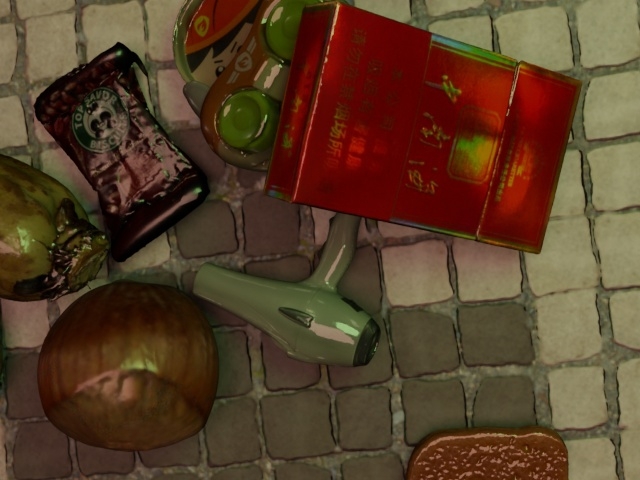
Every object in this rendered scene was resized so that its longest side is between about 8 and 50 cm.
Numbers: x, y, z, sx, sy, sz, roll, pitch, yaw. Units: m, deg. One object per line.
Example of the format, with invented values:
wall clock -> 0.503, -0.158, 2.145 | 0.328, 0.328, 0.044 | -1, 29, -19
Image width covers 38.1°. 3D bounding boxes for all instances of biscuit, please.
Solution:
biscuit -> -0.238, -0.110, 1.113 | 0.151, 0.063, 0.235 | -32, 85, 8
biscuit -> 0.194, 0.309, 1.085 | 0.192, 0.036, 0.186 | -4, 95, 8

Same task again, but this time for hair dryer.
hair dryer -> -0.036, 0.011, 1.099 | 0.229, 0.092, 0.267 | 2, 79, 14

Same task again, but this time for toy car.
toy car -> -0.079, -0.206, 1.066 | 0.235, 0.145, 0.235 | -4, 81, 25

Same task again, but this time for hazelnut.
hazelnut -> -0.222, 0.143, 1.074 | 0.214, 0.176, 0.214 | 7, 61, -13

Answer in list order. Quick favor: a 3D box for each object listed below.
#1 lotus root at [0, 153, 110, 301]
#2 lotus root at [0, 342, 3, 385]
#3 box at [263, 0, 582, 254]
lotus root -> -0.381, -0.023, 1.086 | 0.314, 0.169, 0.141 | 30, 110, 14
lotus root -> -0.468, 0.083, 1.141 | 0.110, 0.097, 0.259 | -22, 86, 11
box -> 0.113, -0.110, 0.974 | 0.313, 0.089, 0.198 | 10, 94, -28
